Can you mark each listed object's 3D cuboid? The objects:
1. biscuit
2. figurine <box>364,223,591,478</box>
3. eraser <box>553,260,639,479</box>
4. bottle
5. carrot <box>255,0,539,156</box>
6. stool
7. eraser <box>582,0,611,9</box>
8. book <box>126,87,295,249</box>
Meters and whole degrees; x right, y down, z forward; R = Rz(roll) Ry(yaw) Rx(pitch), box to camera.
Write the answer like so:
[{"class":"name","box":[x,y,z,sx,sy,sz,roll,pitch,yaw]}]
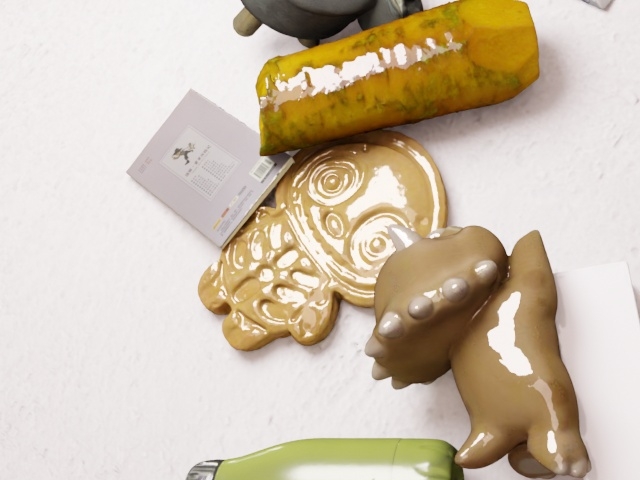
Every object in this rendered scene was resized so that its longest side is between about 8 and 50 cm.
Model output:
[{"class":"biscuit","box":[0.000,0.000,1.078,0.288,0.044,0.202,-32,67,4]},{"class":"figurine","box":[0.126,0.098,0.931,0.172,0.177,0.247,-5,76,-3]},{"class":"eraser","box":[0.267,0.174,0.918,0.076,0.078,0.298,-12,71,14]},{"class":"bottle","box":[0.000,0.241,0.962,0.260,0.112,0.112,-3,73,16]},{"class":"carrot","box":[0.072,-0.170,1.053,0.301,0.114,0.114,-13,70,5]},{"class":"stool","box":[-0.007,-0.271,1.103,0.228,0.139,0.153,47,61,-5]},{"class":"eraser","box":[0.263,-0.276,1.090,0.099,0.019,0.027,33,71,23]},{"class":"book","box":[-0.126,-0.083,1.137,0.181,0.014,0.127,36,86,34]}]
